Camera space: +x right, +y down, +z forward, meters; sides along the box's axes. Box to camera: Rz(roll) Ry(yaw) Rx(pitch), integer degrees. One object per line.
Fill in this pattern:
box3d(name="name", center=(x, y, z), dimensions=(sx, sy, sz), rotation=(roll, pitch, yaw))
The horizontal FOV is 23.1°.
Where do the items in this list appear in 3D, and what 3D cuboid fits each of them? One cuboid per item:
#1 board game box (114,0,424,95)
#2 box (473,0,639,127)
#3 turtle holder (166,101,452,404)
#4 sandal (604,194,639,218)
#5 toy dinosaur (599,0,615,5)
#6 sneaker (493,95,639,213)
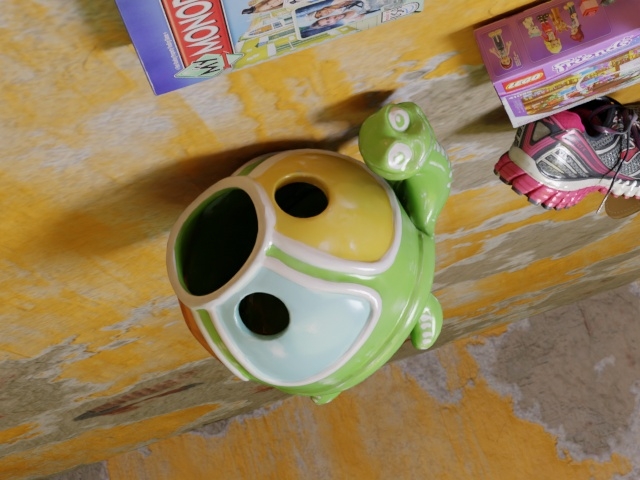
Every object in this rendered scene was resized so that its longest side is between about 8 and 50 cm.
box3d(name="board game box", center=(-0.033, -0.191, 1.014), dimensions=(0.214, 0.046, 0.317), rotation=(-18, 168, -2))
box3d(name="box", center=(0.297, -0.198, 1.445), dimensions=(0.293, 0.057, 0.201), rotation=(-20, 169, 9))
box3d(name="turtle holder", center=(-0.004, 0.019, 1.560), dimensions=(0.320, 0.243, 0.227), rotation=(-16, 155, 38))
box3d(name="sandal", center=(0.442, -0.120, 2.043), dimensions=(0.079, 0.088, 0.240), rotation=(30, 132, -31))
box3d(name="toy dinosaur", center=(0.329, -0.254, 1.243), dimensions=(0.118, 0.064, 0.268), rotation=(-7, 168, -17))
box3d(name="sneaker", center=(0.325, -0.113, 1.763), dimensions=(0.299, 0.121, 0.112), rotation=(-16, 140, -49))
